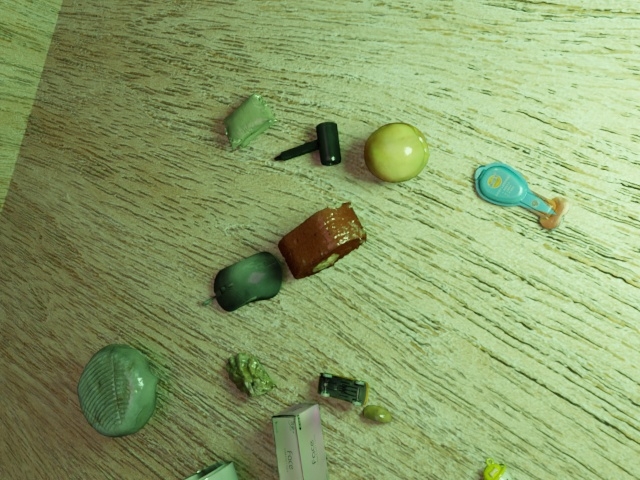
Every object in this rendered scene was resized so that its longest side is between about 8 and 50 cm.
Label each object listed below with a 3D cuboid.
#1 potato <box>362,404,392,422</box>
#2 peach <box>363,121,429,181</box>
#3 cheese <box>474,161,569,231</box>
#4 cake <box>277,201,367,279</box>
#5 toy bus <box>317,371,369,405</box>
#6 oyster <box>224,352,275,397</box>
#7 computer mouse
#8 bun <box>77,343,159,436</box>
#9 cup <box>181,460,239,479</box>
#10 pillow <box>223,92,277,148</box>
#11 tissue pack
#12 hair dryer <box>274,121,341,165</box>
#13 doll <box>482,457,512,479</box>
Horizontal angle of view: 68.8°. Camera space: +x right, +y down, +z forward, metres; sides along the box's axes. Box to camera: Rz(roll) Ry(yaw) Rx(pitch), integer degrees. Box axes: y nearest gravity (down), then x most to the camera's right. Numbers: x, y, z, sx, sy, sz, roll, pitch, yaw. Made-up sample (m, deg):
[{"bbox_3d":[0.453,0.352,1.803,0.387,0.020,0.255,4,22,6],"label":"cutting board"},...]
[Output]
[{"bbox_3d":[0.159,0.504,1.361,0.093,0.036,0.037,4,92,29],"label":"potato"},{"bbox_3d":[0.207,-0.244,1.307,0.184,0.184,0.184,-2,86,28],"label":"peach"},{"bbox_3d":[0.513,-0.120,1.212,0.256,0.037,0.106,36,105,24],"label":"cheese"},{"bbox_3d":[0.000,0.000,1.401,0.283,0.177,0.151,-32,72,24],"label":"cake"},{"bbox_3d":[0.074,0.439,1.391,0.162,0.074,0.069,4,81,31],"label":"toy bus"},{"bbox_3d":[-0.251,0.460,1.568,0.209,0.072,0.133,41,103,26],"label":"oyster"},{"bbox_3d":[-0.288,0.157,1.600,0.379,0.090,0.167,-28,73,26],"label":"computer mouse"},{"bbox_3d":[-0.741,0.562,1.756,0.354,0.194,0.354,-4,82,29],"label":"bun"},{"bbox_3d":[-0.342,0.919,1.489,0.253,0.253,0.371,-30,76,23],"label":"cup"},{"bbox_3d":[-0.250,-0.415,1.619,0.181,0.078,0.134,-31,73,22],"label":"pillow"},{"bbox_3d":[-0.057,0.632,1.410,0.092,0.148,0.246,-12,83,26],"label":"tissue pack"},{"bbox_3d":[-0.046,-0.282,1.518,0.255,0.070,0.128,-14,81,34],"label":"hair dryer"},{"bbox_3d":[0.468,0.646,1.162,0.129,0.081,0.207,-22,71,-6],"label":"doll"}]
